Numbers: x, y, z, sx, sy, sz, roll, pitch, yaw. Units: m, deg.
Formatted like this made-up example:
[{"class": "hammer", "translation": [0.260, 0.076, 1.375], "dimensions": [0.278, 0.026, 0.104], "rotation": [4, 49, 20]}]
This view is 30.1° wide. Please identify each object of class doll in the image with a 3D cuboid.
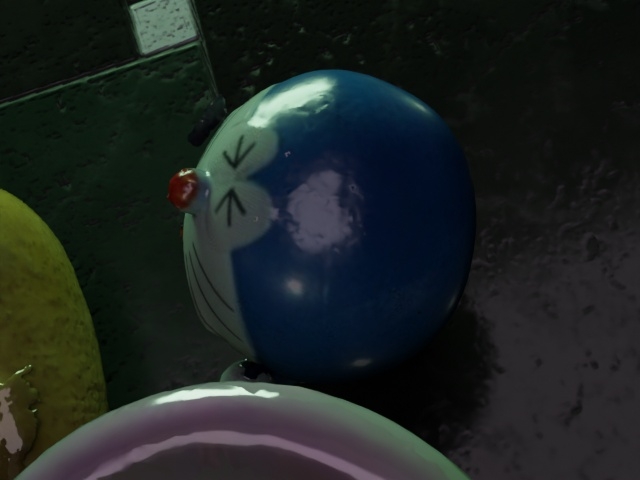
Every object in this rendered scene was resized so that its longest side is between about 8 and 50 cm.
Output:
[{"class": "doll", "translation": [0.000, 0.000, 0.673], "dimensions": [0.161, 0.257, 0.215], "rotation": [19, 73, 2]}]

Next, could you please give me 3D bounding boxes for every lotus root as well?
[{"class": "lotus root", "translation": [-0.214, 0.071, 0.749], "dimensions": [0.146, 0.131, 0.303], "rotation": [-24, 73, 4]}]

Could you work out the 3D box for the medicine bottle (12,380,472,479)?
[{"class": "medicine bottle", "translation": [0.002, 0.202, 0.534], "dimensions": [0.219, 0.388, 0.219], "rotation": [-3, 72, 10]}]
